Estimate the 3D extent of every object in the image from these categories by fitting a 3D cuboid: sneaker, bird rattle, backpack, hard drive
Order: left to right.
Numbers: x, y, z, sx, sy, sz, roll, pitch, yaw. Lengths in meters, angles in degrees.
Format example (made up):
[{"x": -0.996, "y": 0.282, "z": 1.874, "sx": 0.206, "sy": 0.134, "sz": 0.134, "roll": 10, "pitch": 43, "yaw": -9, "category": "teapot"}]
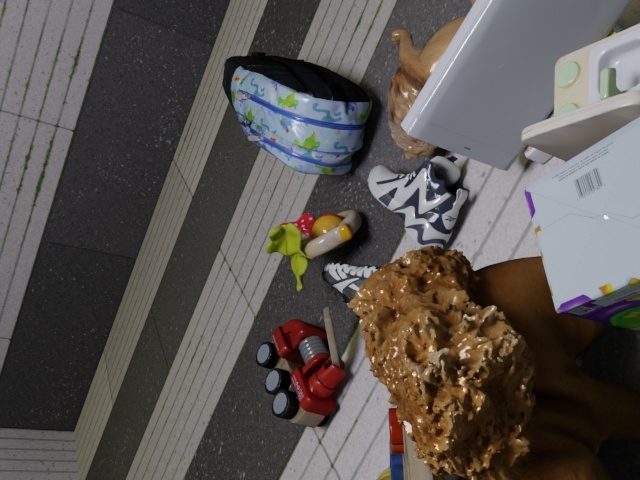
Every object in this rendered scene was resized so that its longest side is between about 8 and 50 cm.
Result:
[{"x": -0.036, "y": -0.295, "z": 1.459, "sx": 0.356, "sy": 0.290, "sz": 0.273, "roll": 18, "pitch": 103, "yaw": 53, "category": "backpack"}, {"x": 0.000, "y": 0.000, "z": 1.383, "sx": 0.207, "sy": 0.253, "sz": 0.143, "roll": -24, "pitch": 95, "yaw": 20, "category": "bird rattle"}, {"x": 0.068, "y": 0.100, "z": 1.287, "sx": 0.234, "sy": 0.078, "sz": 0.106, "roll": 1, "pitch": 77, "yaw": 57, "category": "sneaker"}, {"x": 0.186, "y": -0.108, "z": 1.162, "sx": 0.153, "sy": 0.094, "sz": 0.235, "roll": -59, "pitch": 35, "yaw": 25, "category": "sneaker"}, {"x": 0.272, "y": -0.252, "z": 0.877, "sx": 0.307, "sy": 0.203, "sz": 0.040, "roll": -59, "pitch": 35, "yaw": 28, "category": "hard drive"}]

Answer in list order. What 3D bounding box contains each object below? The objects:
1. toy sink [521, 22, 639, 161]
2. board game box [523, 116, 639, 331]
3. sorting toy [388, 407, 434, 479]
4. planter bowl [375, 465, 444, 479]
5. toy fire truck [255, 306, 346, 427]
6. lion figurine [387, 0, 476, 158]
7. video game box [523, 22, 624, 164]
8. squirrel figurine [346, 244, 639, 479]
[{"x": 0.368, "y": -0.162, "z": 0.743, "sx": 0.153, "sy": 0.234, "sz": 0.131, "roll": -15, "pitch": 66, "yaw": 57, "category": "toy sink"}, {"x": 0.364, "y": 0.006, "z": 0.639, "sx": 0.144, "sy": 0.276, "sz": 0.142, "roll": -38, "pitch": 48, "yaw": 46, "category": "board game box"}, {"x": 0.113, "y": 0.350, "z": 0.833, "sx": 0.307, "sy": 0.041, "sz": 0.228, "roll": -88, "pitch": -2, "yaw": -57, "category": "sorting toy"}, {"x": 0.118, "y": 0.467, "z": 1.045, "sx": 0.217, "sy": 0.091, "sz": 0.217, "roll": -30, "pitch": 54, "yaw": 52, "category": "planter bowl"}, {"x": -0.019, "y": 0.232, "z": 1.330, "sx": 0.246, "sy": 0.159, "sz": 0.217, "roll": -50, "pitch": 37, "yaw": 19, "category": "toy fire truck"}, {"x": 0.244, "y": -0.336, "z": 1.104, "sx": 0.392, "sy": 0.142, "sz": 0.240, "roll": -50, "pitch": 33, "yaw": 42, "category": "lion figurine"}, {"x": 0.366, "y": -0.251, "z": 0.968, "sx": 0.205, "sy": 0.048, "sz": 0.187, "roll": -48, "pitch": 43, "yaw": 39, "category": "video game box"}, {"x": 0.198, "y": 0.201, "z": 0.715, "sx": 0.281, "sy": 0.397, "sz": 0.370, "roll": -38, "pitch": 34, "yaw": 37, "category": "squirrel figurine"}]
